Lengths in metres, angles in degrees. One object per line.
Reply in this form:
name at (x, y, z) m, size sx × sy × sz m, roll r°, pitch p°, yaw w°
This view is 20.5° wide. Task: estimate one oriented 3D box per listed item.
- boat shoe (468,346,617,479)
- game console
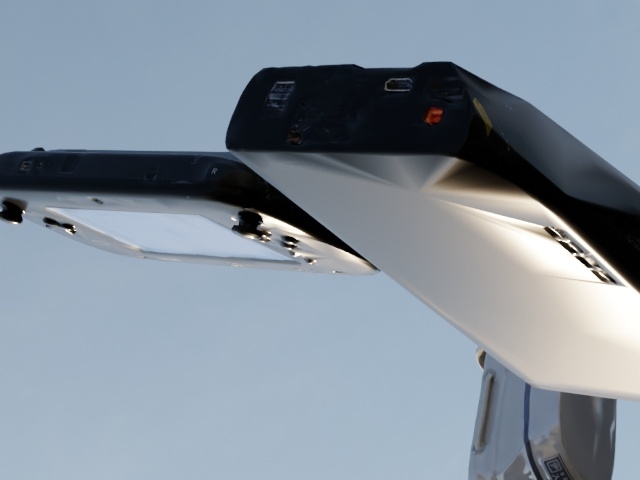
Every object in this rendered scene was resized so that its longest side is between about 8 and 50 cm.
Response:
boat shoe at (0.136, 0.060, 1.104) m, size 0.084 × 0.258 × 0.095 m, roll -21°, pitch -61°, yaw 29°
game console at (0.000, 0.000, 0.745) m, size 0.213 × 0.361 × 0.044 m, roll 37°, pitch -113°, yaw -40°
